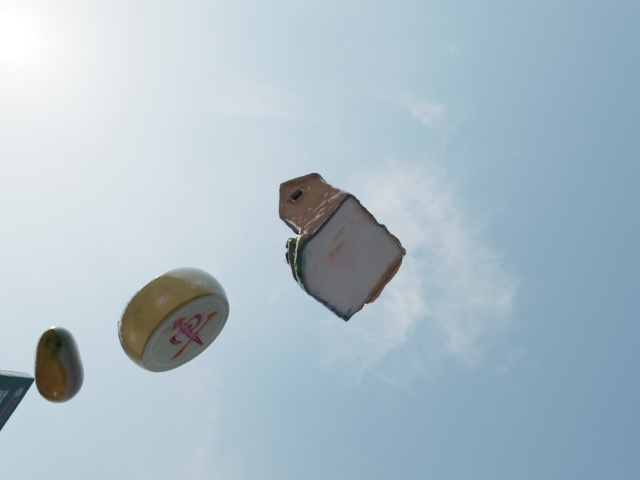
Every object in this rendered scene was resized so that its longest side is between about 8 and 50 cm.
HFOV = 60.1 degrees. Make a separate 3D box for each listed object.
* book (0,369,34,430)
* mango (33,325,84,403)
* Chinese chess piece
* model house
[{"bbox_3d":[-0.475,0.230,0.627,0.027,0.264,0.202,28,-101,17],"label":"book"},{"bbox_3d":[-0.698,0.325,1.472,0.151,0.120,0.221,-151,-122,-60],"label":"mango"},{"bbox_3d":[-0.317,0.177,1.219,0.097,0.250,0.251,41,-78,27],"label":"Chinese chess piece"},{"bbox_3d":[0.000,0.000,1.147,0.202,0.237,0.237,-51,-141,-2],"label":"model house"}]
